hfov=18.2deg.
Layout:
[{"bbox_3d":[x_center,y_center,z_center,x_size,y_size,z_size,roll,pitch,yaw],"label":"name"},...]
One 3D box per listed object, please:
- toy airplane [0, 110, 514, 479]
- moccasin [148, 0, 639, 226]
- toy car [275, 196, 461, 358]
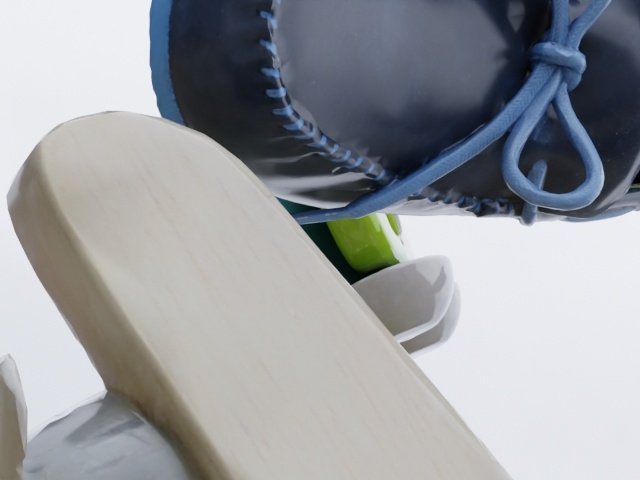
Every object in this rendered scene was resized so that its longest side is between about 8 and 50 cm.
[{"bbox_3d":[0.066,0.179,0.480,0.384,0.386,0.272,32,-59,-29],"label":"toy airplane"},{"bbox_3d":[0.074,-0.071,0.712,0.117,0.342,0.138,10,-82,32],"label":"moccasin"},{"bbox_3d":[0.000,0.000,1.195,0.136,0.159,0.182,-21,-12,3],"label":"toy car"}]
